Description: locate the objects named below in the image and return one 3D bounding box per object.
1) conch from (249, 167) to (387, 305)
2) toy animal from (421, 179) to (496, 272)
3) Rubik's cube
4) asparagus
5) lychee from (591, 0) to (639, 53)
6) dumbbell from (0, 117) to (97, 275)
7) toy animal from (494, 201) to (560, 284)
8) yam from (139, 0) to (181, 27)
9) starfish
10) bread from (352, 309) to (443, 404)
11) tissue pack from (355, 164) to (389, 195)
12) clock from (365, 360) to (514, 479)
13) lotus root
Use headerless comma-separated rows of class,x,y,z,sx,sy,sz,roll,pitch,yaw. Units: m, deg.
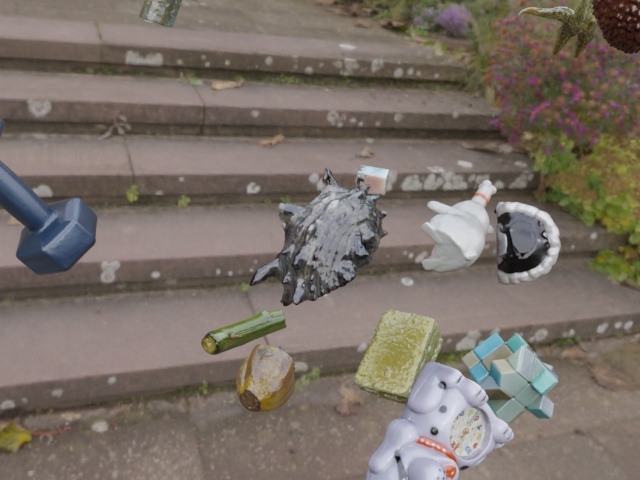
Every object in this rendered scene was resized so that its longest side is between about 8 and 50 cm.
conch,0.005,0.011,1.205,0.186,0.241,0.313,32,51,10
toy animal,0.325,-0.032,1.476,0.138,0.141,0.282,0,28,26
Rubik's cube,0.540,0.398,1.759,0.265,0.224,0.213,47,7,-26
asparagus,-0.178,0.226,1.596,0.060,0.067,0.277,19,23,37
lychee,0.410,-0.308,0.813,0.123,0.129,0.123,21,13,-5
dumbbell,-0.546,-0.085,1.114,0.144,0.325,0.160,-29,39,5
toy animal,0.513,0.008,1.572,0.155,0.208,0.204,1,-3,20
yam,-0.283,-0.485,1.185,0.068,0.170,0.068,23,10,-4
starfish,0.490,-0.423,1.212,0.216,0.224,0.050,11,59,12
bread,0.167,0.251,1.346,0.138,0.102,0.196,7,55,34
tissue pack,0.160,-0.183,1.931,0.094,0.074,0.059,10,38,12
clock,0.175,0.353,1.056,0.188,0.189,0.254,27,58,35
lotus root,-0.196,0.453,2.006,0.199,0.188,0.180,7,27,25
